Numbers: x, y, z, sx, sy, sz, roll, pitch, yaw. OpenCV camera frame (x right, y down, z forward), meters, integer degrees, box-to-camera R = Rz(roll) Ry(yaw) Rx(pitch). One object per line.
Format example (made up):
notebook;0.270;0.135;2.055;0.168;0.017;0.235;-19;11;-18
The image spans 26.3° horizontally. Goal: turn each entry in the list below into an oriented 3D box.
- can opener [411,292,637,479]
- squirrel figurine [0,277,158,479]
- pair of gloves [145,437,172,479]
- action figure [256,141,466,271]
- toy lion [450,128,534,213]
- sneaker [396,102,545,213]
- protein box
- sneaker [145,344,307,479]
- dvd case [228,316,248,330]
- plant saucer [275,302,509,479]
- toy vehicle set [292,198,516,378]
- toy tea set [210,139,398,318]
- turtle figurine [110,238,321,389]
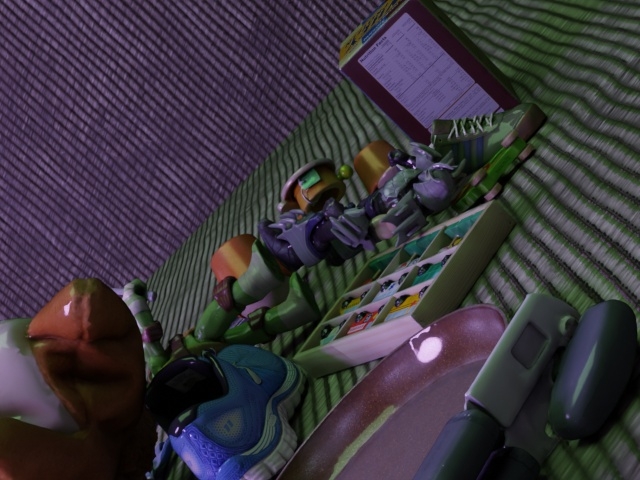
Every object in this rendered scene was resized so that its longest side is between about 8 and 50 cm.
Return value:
can opener;0.119;0.144;0.899;0.283;0.076;0.095;-54;12;-30
squirrel figurine;-0.296;0.291;1.483;0.281;0.397;0.370;-11;63;11
pair of gloves;-0.184;0.266;1.771;0.198;0.023;0.159;-41;9;4
action figure;0.057;-0.036;1.596;0.185;0.099;0.285;-29;3;-42
toy lion;0.190;-0.073;1.566;0.100;0.034;0.096;-49;3;-16
sneaker;0.169;-0.116;1.637;0.192;0.086;0.064;-40;12;29
protein box;0.142;-0.223;1.829;0.136;0.201;0.200;-44;11;13
sneaker;-0.105;0.167;1.498;0.130;0.147;0.330;-45;10;6
dvd case;-0.117;0.100;2.144;0.164;0.018;0.221;-46;11;9
plant saucer;0.052;0.180;1.102;0.310;0.050;0.310;-44;11;11
toy vehicle set;0.084;0.057;1.466;0.166;0.035;0.267;-52;12;-28
toy tea set;0.000;0.000;1.885;0.336;0.124;0.200;-45;-24;16
turtle figurine;-0.152;0.097;1.770;0.266;0.197;0.274;-34;10;12
